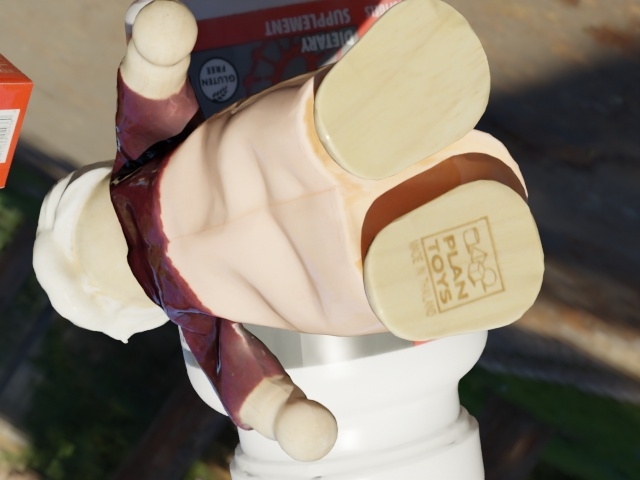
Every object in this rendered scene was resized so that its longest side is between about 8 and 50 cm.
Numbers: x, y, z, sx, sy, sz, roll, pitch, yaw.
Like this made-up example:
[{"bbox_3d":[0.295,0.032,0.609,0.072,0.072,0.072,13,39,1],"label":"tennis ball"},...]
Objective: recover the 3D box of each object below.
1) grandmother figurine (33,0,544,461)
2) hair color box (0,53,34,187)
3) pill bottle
[{"bbox_3d":[-0.037,-0.003,0.747,0.104,0.208,0.342,-11,-177,-29],"label":"grandmother figurine"},{"bbox_3d":[-0.227,-0.094,0.979,0.043,0.072,0.141,-6,-145,-45],"label":"hair color box"},{"bbox_3d":[0.000,0.000,1.143,0.210,0.363,0.210,-10,-173,1],"label":"pill bottle"}]
